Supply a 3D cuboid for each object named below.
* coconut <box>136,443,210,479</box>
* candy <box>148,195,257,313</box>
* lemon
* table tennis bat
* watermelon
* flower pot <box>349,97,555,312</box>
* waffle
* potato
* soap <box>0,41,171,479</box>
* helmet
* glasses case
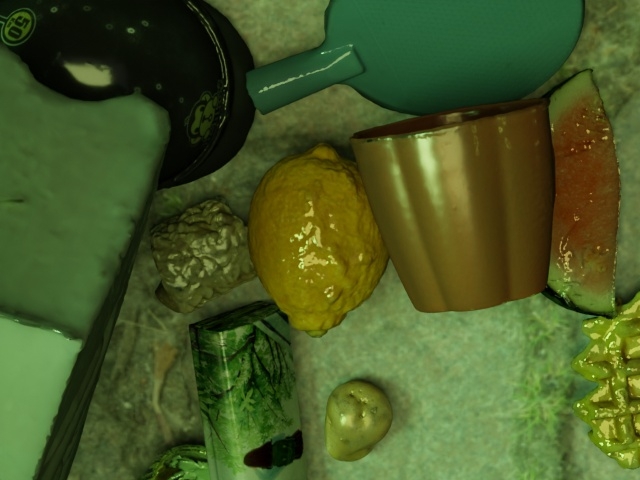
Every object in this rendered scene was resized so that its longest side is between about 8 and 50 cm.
[{"bbox_3d":[-0.136,0.278,1.663,0.133,0.055,0.158,8,104,4],"label":"coconut"},{"bbox_3d":[-0.119,0.014,1.589,0.110,0.085,0.095,-21,110,-2],"label":"candy"},{"bbox_3d":[0.000,0.000,1.537,0.142,0.142,0.187,2,92,4],"label":"lemon"},{"bbox_3d":[0.085,-0.190,1.498,0.329,0.044,0.215,-18,130,17],"label":"table tennis bat"},{"bbox_3d":[0.232,-0.039,1.552,0.119,0.063,0.245,-7,94,-2],"label":"watermelon"},{"bbox_3d":[0.130,-0.031,1.458,0.191,0.190,0.173,-8,99,7],"label":"flower pot"},{"bbox_3d":[0.393,0.136,1.583,0.280,0.060,0.262,39,107,-4],"label":"waffle"},{"bbox_3d":[0.035,0.185,1.628,0.068,0.062,0.083,28,127,13],"label":"potato"},{"bbox_3d":[-0.300,0.093,1.415,0.213,0.350,0.435,21,139,-2],"label":"soap"},{"bbox_3d":[-0.205,-0.143,1.512,0.279,0.160,0.230,15,103,2],"label":"helmet"},{"bbox_3d":[-0.063,0.205,1.613,0.095,0.062,0.272,-18,107,-37],"label":"glasses case"}]
